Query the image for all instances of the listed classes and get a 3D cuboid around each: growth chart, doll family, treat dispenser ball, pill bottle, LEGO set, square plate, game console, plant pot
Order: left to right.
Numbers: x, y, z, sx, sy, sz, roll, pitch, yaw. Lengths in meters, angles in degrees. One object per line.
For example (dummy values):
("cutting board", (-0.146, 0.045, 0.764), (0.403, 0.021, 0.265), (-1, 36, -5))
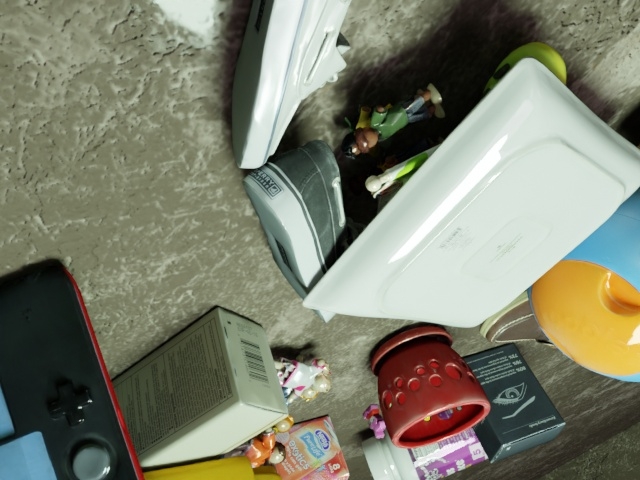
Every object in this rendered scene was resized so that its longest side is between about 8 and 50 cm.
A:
("game console", (-0.404, 0.248, 0.594), (0.386, 0.342, 0.060), (-21, 178, -2))
("doll family", (-0.083, 0.285, 0.974), (0.163, 0.118, 0.263), (21, 107, -34))
("doll family", (0.076, -0.099, 0.601), (0.111, 0.076, 0.193), (-30, 145, 2))
("LEGO set", (0.191, 0.368, 1.200), (0.087, 0.093, 0.227), (1, 137, -27))
("plant pot", (0.192, 0.272, 1.019), (0.191, 0.174, 0.191), (-14, 142, -12))
("pill bottle", (0.262, 0.499, 1.332), (0.301, 0.169, 0.169), (-23, 142, 0))
("growth chart", (0.131, -0.054, 0.638), (0.172, 0.021, 0.237), (-28, 158, -4))
("square plate", (0.204, -0.003, 0.642), (0.344, 0.049, 0.347), (13, 127, -43))
("treat dispenser ball", (0.459, 0.062, 0.806), (0.288, 0.288, 0.288), (-14, 142, -11))

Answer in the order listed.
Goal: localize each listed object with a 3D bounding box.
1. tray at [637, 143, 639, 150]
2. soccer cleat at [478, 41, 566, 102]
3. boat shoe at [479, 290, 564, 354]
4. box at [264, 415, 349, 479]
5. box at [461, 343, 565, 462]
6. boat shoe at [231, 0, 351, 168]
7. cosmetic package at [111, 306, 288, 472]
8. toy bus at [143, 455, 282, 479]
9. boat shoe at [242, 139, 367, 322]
("tray", (0.584, -0.229, 0.652), (0.203, 0.076, 0.411), (6, 128, -31))
("soccer cleat", (0.261, -0.127, 0.663), (0.121, 0.093, 0.289), (-38, 143, -13))
("boat shoe", (0.485, 0.158, 1.068), (0.342, 0.123, 0.123), (-10, 141, -16))
("box", (-0.041, 0.549, 1.262), (0.154, 0.142, 0.300), (-10, 141, -17))
("box", (0.400, 0.353, 1.192), (0.153, 0.207, 0.108), (-13, 141, -11))
("boat shoe", (-0.016, -0.165, 0.458), (0.084, 0.095, 0.258), (3, 137, -23))
("cosmetic package", (-0.215, 0.254, 0.811), (0.309, 0.160, 0.113), (-35, 141, 17))
("toy bus", (-0.200, 0.387, 0.763), (0.332, 0.108, 0.130), (2, 135, -30))
("boat shoe", (-0.003, -0.003, 0.650), (0.105, 0.113, 0.306), (-36, 146, -12))
